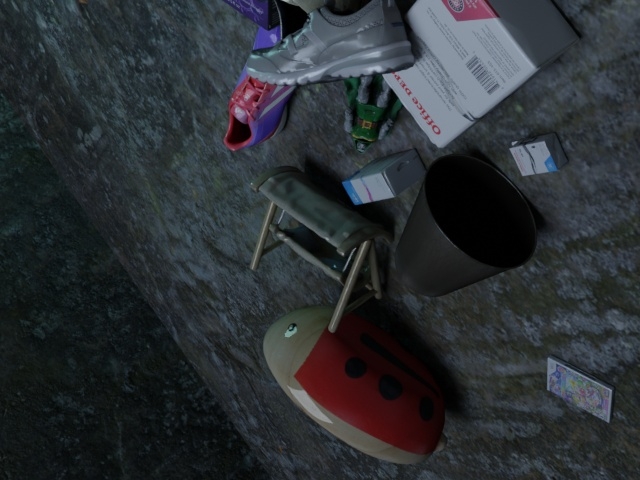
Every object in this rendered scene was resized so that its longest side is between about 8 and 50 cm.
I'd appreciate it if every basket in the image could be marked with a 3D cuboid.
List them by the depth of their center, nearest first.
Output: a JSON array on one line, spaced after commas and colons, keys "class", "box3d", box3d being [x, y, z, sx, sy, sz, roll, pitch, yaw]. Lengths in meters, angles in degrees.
[{"class": "basket", "box3d": [0.213, -0.004, 1.278, 0.204, 0.154, 0.227, 50, 155, 8]}]

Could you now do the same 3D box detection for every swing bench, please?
[{"class": "swing bench", "box3d": [0.000, 0.000, 1.588, 0.253, 0.165, 0.255, 38, 143, 27]}]

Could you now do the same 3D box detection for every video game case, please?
[{"class": "video game case", "box3d": [0.447, 0.256, 1.362, 0.122, 0.011, 0.087, 27, 143, 39]}]

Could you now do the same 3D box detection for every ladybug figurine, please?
[{"class": "ladybug figurine", "box3d": [0.092, 0.288, 1.667, 0.449, 0.305, 0.162, 34, 119, -1]}]

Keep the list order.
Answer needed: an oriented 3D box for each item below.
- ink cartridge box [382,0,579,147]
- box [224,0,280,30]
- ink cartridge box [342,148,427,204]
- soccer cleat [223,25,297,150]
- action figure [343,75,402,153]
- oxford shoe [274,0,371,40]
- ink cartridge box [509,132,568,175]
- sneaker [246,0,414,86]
[{"class": "ink cartridge box", "box3d": [0.197, -0.257, 1.061, 0.172, 0.100, 0.237, 53, 152, 2]}, {"class": "box", "box3d": [-0.095, -0.469, 1.250, 0.153, 0.108, 0.207, 39, 149, 26]}, {"class": "ink cartridge box", "box3d": [0.111, -0.109, 1.368, 0.122, 0.088, 0.052, -10, 114, 59]}, {"class": "soccer cleat", "box3d": [-0.113, -0.282, 1.476, 0.108, 0.116, 0.318, 46, 151, 13]}, {"class": "action figure", "box3d": [0.084, -0.219, 1.298, 0.137, 0.063, 0.232, 15, 152, 3]}, {"class": "oxford shoe", "box3d": [0.004, -0.404, 1.132, 0.140, 0.146, 0.397, 35, 147, 29]}, {"class": "ink cartridge box", "box3d": [0.305, -0.121, 1.128, 0.083, 0.028, 0.048, -6, 117, 58]}, {"class": "sneaker", "box3d": [0.009, -0.284, 1.120, 0.281, 0.105, 0.115, 1, 103, 37]}]
